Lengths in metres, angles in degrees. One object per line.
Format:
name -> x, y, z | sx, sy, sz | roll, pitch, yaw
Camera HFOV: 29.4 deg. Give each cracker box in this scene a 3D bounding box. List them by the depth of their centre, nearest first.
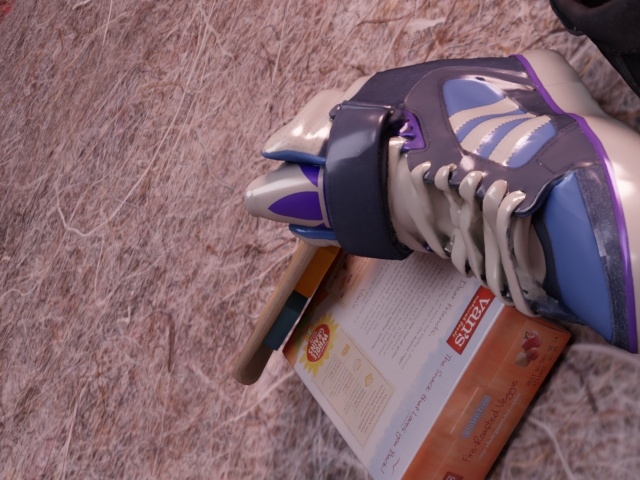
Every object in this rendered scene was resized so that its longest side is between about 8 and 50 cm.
cracker box -> 0.067, 0.077, 0.901 | 0.156, 0.067, 0.232 | -60, 27, 9

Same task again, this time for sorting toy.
sorting toy -> 0.000, 0.000, 1.006 | 0.193, 0.038, 0.208 | -62, -3, -46

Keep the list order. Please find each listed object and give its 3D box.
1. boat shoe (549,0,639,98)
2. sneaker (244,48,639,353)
boat shoe -> 0.208, -0.284, 0.838 | 0.187, 0.156, 0.500 | -44, 36, 38
sneaker -> 0.073, -0.015, 0.773 | 0.236, 0.130, 0.323 | -13, 31, 0
